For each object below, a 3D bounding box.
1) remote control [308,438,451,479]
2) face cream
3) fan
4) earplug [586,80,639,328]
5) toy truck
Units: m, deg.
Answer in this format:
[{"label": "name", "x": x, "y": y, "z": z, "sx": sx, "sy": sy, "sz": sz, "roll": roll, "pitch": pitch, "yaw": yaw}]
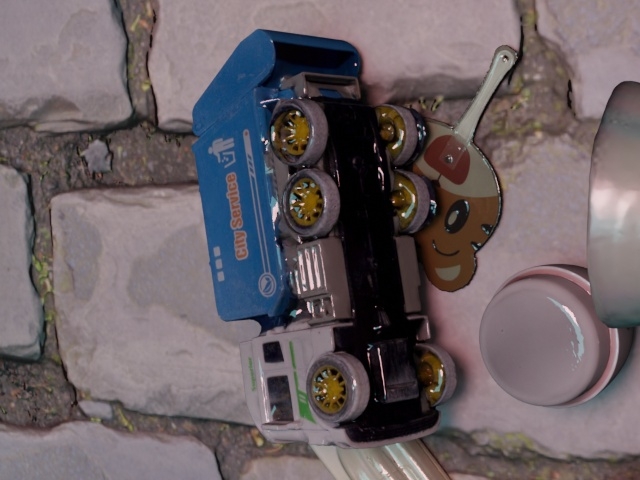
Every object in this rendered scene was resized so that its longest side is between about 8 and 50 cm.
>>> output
[{"label": "remote control", "x": 0.064, "y": 0.224, "z": 1.178, "sx": 0.230, "sy": 0.049, "sz": 0.090, "roll": 51, "pitch": 119, "yaw": 19}, {"label": "face cream", "x": 0.194, "y": 0.076, "z": 1.029, "sx": 0.117, "sy": 0.104, "sz": 0.117, "roll": 7, "pitch": 103, "yaw": 35}, {"label": "fan", "x": 0.114, "y": -0.075, "z": 1.119, "sx": 0.152, "sy": 0.008, "sz": 0.227, "roll": 40, "pitch": 118, "yaw": 25}, {"label": "earplug", "x": 0.365, "y": -0.017, "z": 0.872, "sx": 0.324, "sy": 0.185, "sz": 0.185, "roll": 4, "pitch": 100, "yaw": 26}, {"label": "toy truck", "x": 0.000, "y": 0.000, "z": 1.114, "sx": 0.175, "sy": 0.146, "sz": 0.367, "roll": -16, "pitch": 79, "yaw": 45}]
